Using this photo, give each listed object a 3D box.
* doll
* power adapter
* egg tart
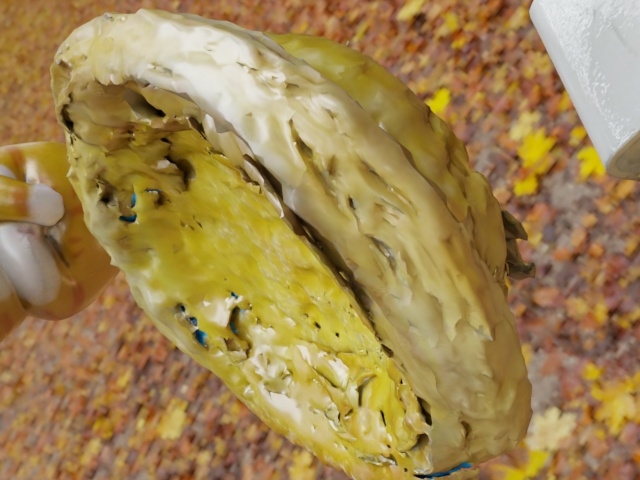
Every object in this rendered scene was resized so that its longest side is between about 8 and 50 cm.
[{"bbox_3d":[-0.281,0.017,0.986,0.270,0.166,0.162,-24,11,-18],"label":"doll"},{"bbox_3d":[0.241,-0.094,0.762,0.125,0.130,0.204,-47,53,41],"label":"power adapter"},{"bbox_3d":[0.000,0.000,0.548,0.107,0.290,0.291,-45,19,-23],"label":"egg tart"}]
